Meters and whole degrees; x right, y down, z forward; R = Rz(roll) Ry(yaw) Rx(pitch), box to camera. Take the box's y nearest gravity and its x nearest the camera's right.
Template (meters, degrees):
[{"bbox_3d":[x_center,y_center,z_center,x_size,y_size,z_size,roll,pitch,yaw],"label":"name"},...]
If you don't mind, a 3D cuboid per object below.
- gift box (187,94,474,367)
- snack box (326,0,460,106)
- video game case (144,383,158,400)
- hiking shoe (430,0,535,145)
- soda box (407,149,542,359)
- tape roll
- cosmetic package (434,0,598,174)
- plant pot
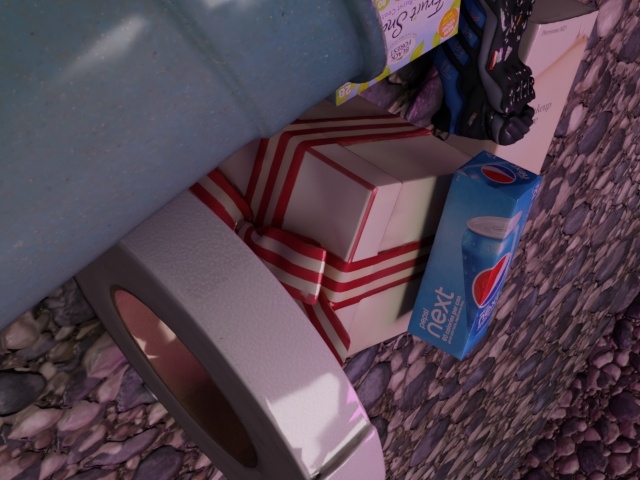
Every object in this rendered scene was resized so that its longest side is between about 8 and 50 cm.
[{"bbox_3d":[0.000,0.000,0.938,0.258,0.255,0.277,-13,124,-49],"label":"gift box"},{"bbox_3d":[0.067,-0.271,0.934,0.207,0.070,0.175,-33,143,-28],"label":"snack box"},{"bbox_3d":[-0.110,0.156,1.161,0.227,0.026,0.206,-45,148,-11],"label":"video game case"},{"bbox_3d":[0.188,-0.268,1.057,0.113,0.132,0.304,-20,112,-53],"label":"hiking shoe"},{"bbox_3d":[0.158,0.018,0.896,0.067,0.071,0.210,-35,146,-47],"label":"soda box"},{"bbox_3d":[-0.100,0.106,0.777,0.072,0.392,0.392,-38,146,-23],"label":"tape roll"},{"bbox_3d":[0.264,-0.195,1.229,0.160,0.113,0.310,-23,139,-39],"label":"cosmetic package"},{"bbox_3d":[-0.195,-0.121,0.525,0.334,0.341,0.341,-42,148,-2],"label":"plant pot"}]
